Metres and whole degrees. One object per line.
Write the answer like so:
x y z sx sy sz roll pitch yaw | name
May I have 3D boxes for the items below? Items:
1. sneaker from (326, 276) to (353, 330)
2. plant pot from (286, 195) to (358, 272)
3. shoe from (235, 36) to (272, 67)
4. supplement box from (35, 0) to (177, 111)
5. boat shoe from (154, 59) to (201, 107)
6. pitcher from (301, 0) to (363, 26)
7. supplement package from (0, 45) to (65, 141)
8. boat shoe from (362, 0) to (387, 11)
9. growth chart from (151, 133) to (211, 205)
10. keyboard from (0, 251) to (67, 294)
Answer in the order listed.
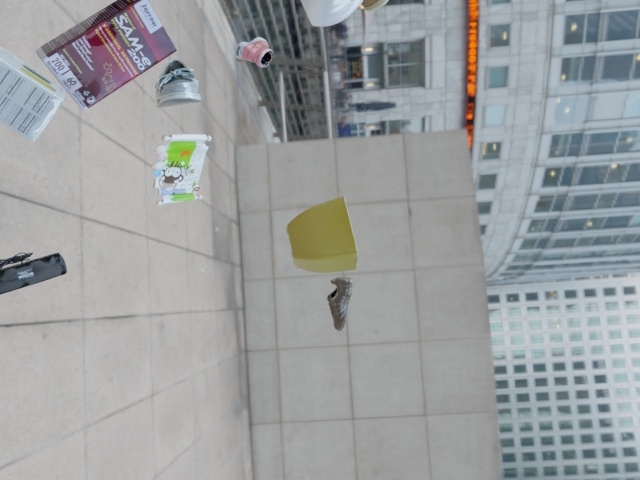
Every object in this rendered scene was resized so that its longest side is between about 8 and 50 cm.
0.050 0.193 1.606 0.066 0.071 0.189 -102 -160 -65 | sneaker
0.000 0.000 0.691 0.081 0.083 0.081 87 -9 -72 | plant pot
-0.172 -0.543 1.507 0.064 0.081 0.178 -68 172 29 | shoe
-0.437 -0.393 1.074 0.073 0.239 0.130 42 -14 42 | supplement box
-0.379 -0.414 1.363 0.320 0.118 0.103 -116 -163 -66 | boat shoe
0.045 -0.631 1.262 0.178 0.207 0.125 67 8 15 | pitcher
-1.104 -0.534 1.881 0.262 0.198 0.199 35 10 -34 | supplement package
0.148 -0.582 1.188 0.045 0.135 0.050 1 61 -59 | boat shoe
-0.379 -0.191 1.404 0.021 0.171 0.237 44 -48 26 | growth chart
-0.763 0.071 1.332 0.038 0.191 0.100 40 -42 41 | keyboard
